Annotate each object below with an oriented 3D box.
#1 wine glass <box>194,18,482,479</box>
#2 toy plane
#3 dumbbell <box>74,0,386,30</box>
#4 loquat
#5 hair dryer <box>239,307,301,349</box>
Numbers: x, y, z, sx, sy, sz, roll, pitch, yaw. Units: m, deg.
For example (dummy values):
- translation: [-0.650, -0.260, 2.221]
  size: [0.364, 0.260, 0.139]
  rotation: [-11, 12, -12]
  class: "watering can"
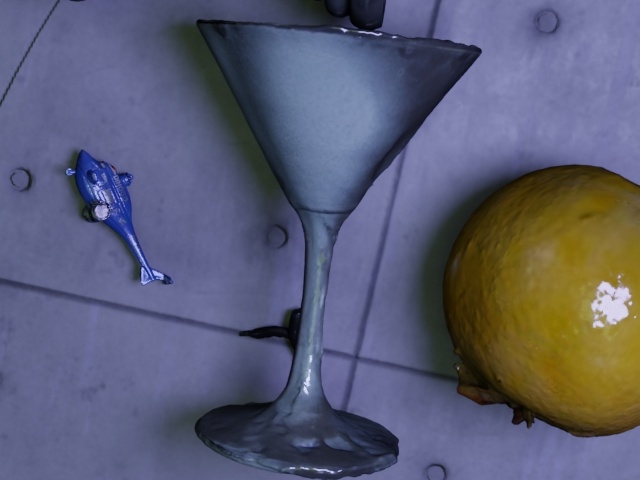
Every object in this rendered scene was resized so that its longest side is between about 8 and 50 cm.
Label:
- translation: [0.000, 0.000, 1.185]
  size: [0.267, 0.267, 0.406]
  rotation: [5, 100, 1]
  class: "wine glass"
- translation: [-0.206, -0.022, 1.300]
  size: [0.062, 0.054, 0.167]
  rotation: [-30, 99, -19]
  class: "toy plane"
- translation: [-0.087, -0.298, 1.172]
  size: [0.406, 0.179, 0.179]
  rotation: [7, 101, 3]
  class: "dumbbell"
- translation: [0.241, 0.063, 1.198]
  size: [0.275, 0.275, 0.274]
  rotation: [0, 100, 1]
  class: "loquat"
- translation: [-0.044, 0.110, 1.334]
  size: [0.083, 0.031, 0.079]
  rotation: [0, 110, 15]
  class: "hair dryer"
